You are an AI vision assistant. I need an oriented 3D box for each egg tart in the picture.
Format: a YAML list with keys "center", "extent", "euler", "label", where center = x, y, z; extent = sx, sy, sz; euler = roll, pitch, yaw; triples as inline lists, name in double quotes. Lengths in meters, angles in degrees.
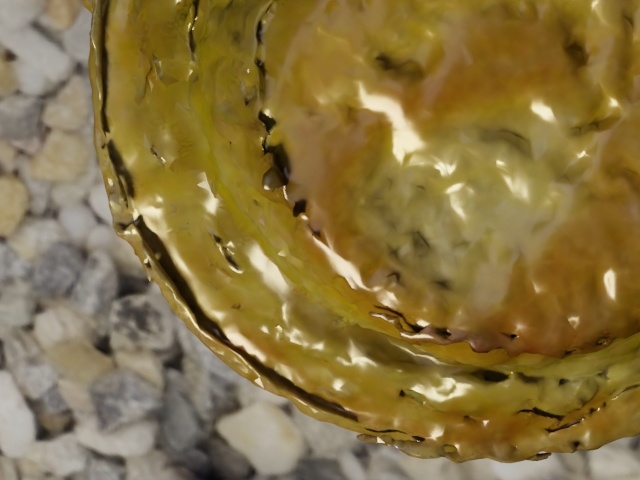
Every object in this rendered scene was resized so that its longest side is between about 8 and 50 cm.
- center: [0.091, -0.086, 0.781]
  extent: [0.443, 0.178, 0.443]
  euler: [0, 102, 0]
  label: "egg tart"
